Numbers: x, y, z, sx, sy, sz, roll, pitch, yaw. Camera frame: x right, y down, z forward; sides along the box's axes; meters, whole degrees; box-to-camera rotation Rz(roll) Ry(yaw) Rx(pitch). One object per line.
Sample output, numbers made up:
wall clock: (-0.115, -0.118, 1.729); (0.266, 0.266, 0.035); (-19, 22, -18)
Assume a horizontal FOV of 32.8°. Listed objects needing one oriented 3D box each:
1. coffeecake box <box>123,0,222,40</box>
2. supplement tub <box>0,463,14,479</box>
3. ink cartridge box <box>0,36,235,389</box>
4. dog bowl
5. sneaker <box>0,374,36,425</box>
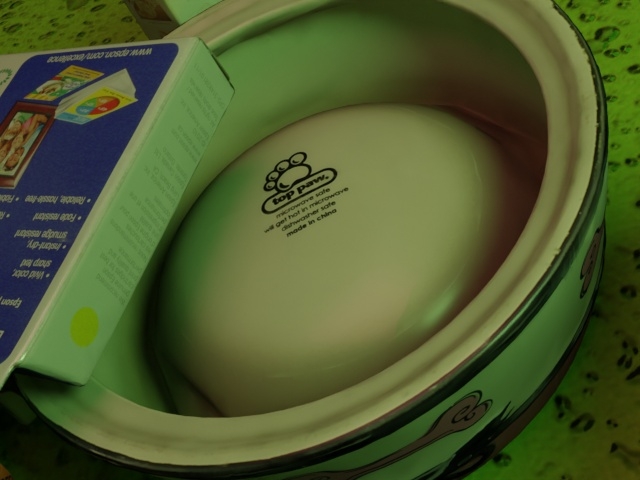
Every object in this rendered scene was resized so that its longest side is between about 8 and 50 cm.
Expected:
coffeecake box: (-0.069, -0.195, 0.898); (0.068, 0.185, 0.142); (22, 65, 39)
supplement tub: (-0.293, 0.281, 0.607); (0.207, 0.207, 0.338); (-11, 49, 21)
ink cartridge box: (-0.239, 0.005, 0.704); (0.303, 0.072, 0.307); (3, 58, 34)
dog bowl: (0.000, 0.000, 0.725); (0.408, 0.150, 0.408); (-16, 48, 18)
sneaker: (-0.247, 0.079, 0.857); (0.065, 0.061, 0.158); (-35, 45, -11)
